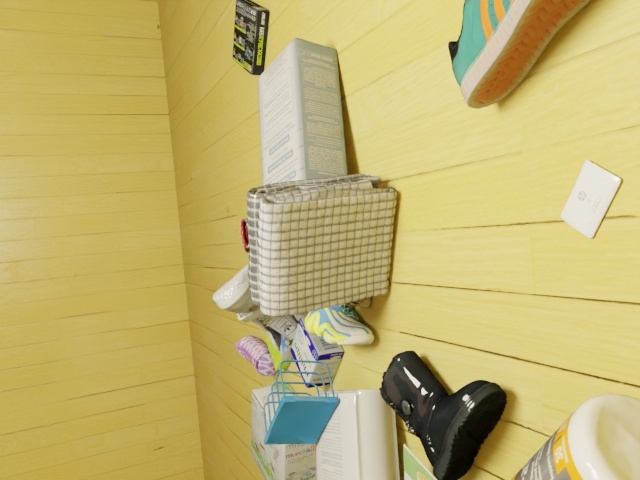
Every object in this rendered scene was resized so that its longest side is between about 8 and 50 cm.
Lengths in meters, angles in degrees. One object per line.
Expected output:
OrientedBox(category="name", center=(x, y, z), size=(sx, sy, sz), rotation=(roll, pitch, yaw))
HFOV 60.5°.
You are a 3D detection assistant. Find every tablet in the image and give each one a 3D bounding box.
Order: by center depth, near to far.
OrientedBox(category="tablet", center=(0.328, -0.050, 0.671), size=(0.054, 0.006, 0.083), rotation=(53, 140, 48))

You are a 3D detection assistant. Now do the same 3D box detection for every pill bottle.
OrientedBox(category="pill bottle", center=(0.302, 0.317, 0.627), size=(0.162, 0.162, 0.278), rotation=(60, 145, 41))

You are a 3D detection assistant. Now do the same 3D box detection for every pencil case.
OrientedBox(category="pencil case", center=(-0.206, 0.373, 1.782), size=(0.206, 0.088, 0.086), rotation=(-167, 75, -64))

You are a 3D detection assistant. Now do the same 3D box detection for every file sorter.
OrientedBox(category="file sorter", center=(-0.050, 0.349, 1.180), size=(0.104, 0.118, 0.170), rotation=(-104, 27, -47))

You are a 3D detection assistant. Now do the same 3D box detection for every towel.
OrientedBox(category="towel", center=(0.000, 0.000, 1.046), size=(0.121, 0.284, 0.235), rotation=(33, 127, 54))

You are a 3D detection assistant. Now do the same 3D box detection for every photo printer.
OrientedBox(category="photo printer", center=(0.071, 0.471, 1.152), size=(0.256, 0.107, 0.307), rotation=(143, 128, -63))

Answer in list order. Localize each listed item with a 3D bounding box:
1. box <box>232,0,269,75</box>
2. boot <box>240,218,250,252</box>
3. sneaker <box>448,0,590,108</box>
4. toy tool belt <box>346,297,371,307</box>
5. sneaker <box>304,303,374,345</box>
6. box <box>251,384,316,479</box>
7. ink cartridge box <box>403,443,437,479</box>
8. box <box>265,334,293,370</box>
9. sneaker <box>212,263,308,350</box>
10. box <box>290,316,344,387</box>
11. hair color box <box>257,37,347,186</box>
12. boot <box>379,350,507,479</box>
OrientedBox(category="box", center=(-0.211, -0.608, 1.636), size=(0.190, 0.045, 0.184), rotation=(49, 140, 49))
OrientedBox(category="boot", center=(-0.094, 0.034, 1.366), size=(0.085, 0.179, 0.236), rotation=(-58, 42, 47))
OrientedBox(category="sneaker", center=(0.245, -0.305, 0.673), size=(0.121, 0.108, 0.302), rotation=(68, 152, 21))
OrientedBox(category="toy tool belt", center=(0.071, 0.119, 1.191), size=(0.083, 0.051, 0.052), rotation=(-143, 52, -57))
OrientedBox(category="sneaker", center=(0.035, 0.162, 1.233), size=(0.240, 0.091, 0.126), rotation=(1, 88, 57))
OrientedBox(category="box", center=(-0.104, 0.577, 1.568), size=(0.262, 0.127, 0.231), rotation=(31, 122, 60))
OrientedBox(category="ink cartridge box", center=(0.210, 0.492, 0.957), size=(0.171, 0.056, 0.235), rotation=(-147, 52, -59))
OrientedBox(category="box", center=(-0.111, 0.294, 1.617), size=(0.109, 0.042, 0.178), rotation=(67, 149, 31))
OrientedBox(category="sneaker", center=(-0.132, 0.168, 1.381), size=(0.210, 0.137, 0.366), rotation=(49, -176, 4))
OrientedBox(category="box", center=(-0.012, 0.277, 1.375), size=(0.126, 0.072, 0.137), rotation=(-120, 34, -42))
OrientedBox(category="hair color box", center=(-0.044, -0.224, 1.211), size=(0.185, 0.114, 0.374), rotation=(-24, 65, 55))
OrientedBox(category="boot", center=(0.189, 0.261, 0.924), size=(0.207, 0.094, 0.246), rotation=(53, 147, 42))
